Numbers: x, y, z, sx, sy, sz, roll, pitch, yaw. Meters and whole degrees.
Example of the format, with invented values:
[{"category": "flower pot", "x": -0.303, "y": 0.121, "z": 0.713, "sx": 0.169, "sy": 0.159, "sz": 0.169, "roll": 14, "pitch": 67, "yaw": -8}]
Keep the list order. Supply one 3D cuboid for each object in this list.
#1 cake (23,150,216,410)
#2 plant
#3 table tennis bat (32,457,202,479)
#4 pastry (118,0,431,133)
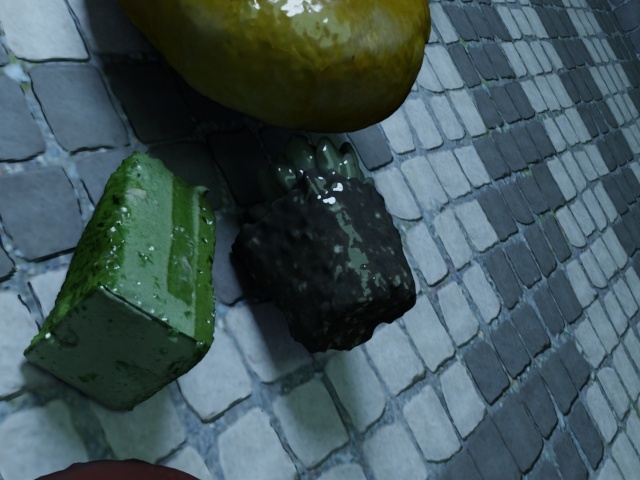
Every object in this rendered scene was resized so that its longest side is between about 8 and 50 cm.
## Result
[{"category": "cake", "x": -0.148, "y": 0.022, "z": 0.623, "sx": 0.100, "sy": 0.099, "sz": 0.235, "roll": 39, "pitch": 20, "yaw": -26}, {"category": "plant", "x": 0.000, "y": 0.000, "z": 0.730, "sx": 0.129, "sy": 0.132, "sz": 0.194, "roll": 15, "pitch": 44, "yaw": -50}, {"category": "table tennis bat", "x": -0.136, "y": 0.240, "z": 0.476, "sx": 0.415, "sy": 0.051, "sz": 0.268, "roll": 50, "pitch": 36, "yaw": -16}, {"category": "pastry", "x": -0.048, "y": -0.253, "z": 0.777, "sx": 0.356, "sy": 0.164, "sz": 0.356, "roll": 27, "pitch": 35, "yaw": -21}]
